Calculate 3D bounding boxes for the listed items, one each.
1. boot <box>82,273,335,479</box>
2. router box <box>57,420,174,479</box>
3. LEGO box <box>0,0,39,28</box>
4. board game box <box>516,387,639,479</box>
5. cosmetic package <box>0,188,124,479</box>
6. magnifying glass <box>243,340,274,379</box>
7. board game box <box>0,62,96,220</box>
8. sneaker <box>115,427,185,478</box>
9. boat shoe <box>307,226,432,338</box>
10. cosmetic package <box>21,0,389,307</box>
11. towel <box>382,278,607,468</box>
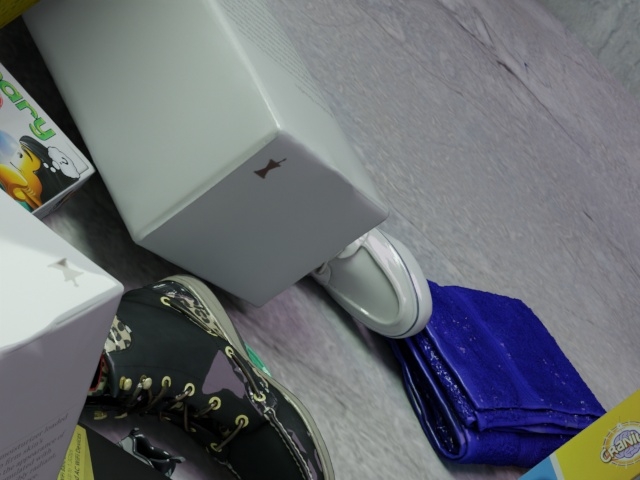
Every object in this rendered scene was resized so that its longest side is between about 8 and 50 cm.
[{"bbox_3d":[-0.106,0.127,1.318,0.236,0.085,0.179,54,26,20],"label":"boot"},{"bbox_3d":[-0.174,0.232,1.035,0.243,0.081,0.309,37,26,-27],"label":"router box"},{"bbox_3d":[-0.303,-0.348,1.268,0.372,0.193,0.500,49,49,-4],"label":"LEGO box"},{"bbox_3d":[0.312,0.209,1.635,0.242,0.316,0.064,13,42,-55],"label":"board game box"},{"bbox_3d":[-0.224,0.073,0.905,0.151,0.183,0.151,36,35,19],"label":"cosmetic package"},{"bbox_3d":[-0.047,0.168,1.431,0.092,0.026,0.231,21,37,-49],"label":"magnifying glass"},{"bbox_3d":[-0.325,-0.128,1.349,0.305,0.053,0.193,48,22,-3],"label":"board game box"},{"bbox_3d":[-0.115,0.178,1.235,0.098,0.069,0.038,53,24,7],"label":"sneaker"},{"bbox_3d":[0.000,0.000,1.705,0.258,0.095,0.084,45,25,16],"label":"boat shoe"},{"bbox_3d":[-0.139,-0.184,1.572,0.453,0.161,0.230,61,13,28],"label":"cosmetic package"},{"bbox_3d":[0.182,0.132,1.825,0.308,0.076,0.227,13,43,-54],"label":"towel"}]
